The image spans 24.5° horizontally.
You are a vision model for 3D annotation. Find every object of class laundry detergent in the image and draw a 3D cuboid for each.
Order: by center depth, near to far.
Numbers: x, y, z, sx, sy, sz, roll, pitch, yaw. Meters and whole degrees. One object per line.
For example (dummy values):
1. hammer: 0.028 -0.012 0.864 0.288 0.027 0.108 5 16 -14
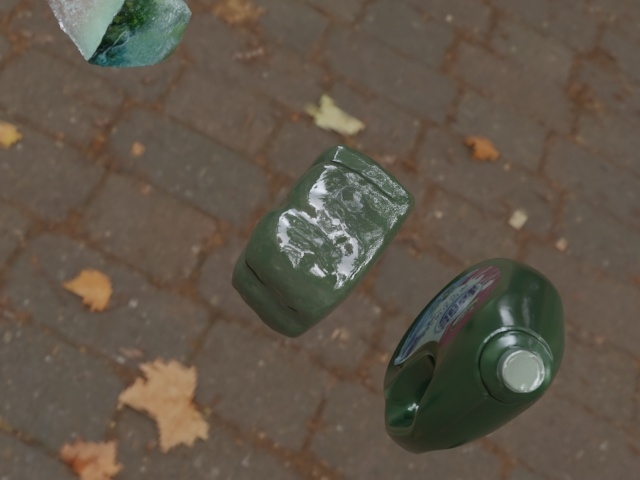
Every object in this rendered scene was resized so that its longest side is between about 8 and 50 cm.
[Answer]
1. laundry detergent: 0.093 0.074 0.876 0.063 0.137 0.211 43 0 -5

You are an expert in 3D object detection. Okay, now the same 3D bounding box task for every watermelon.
1. watermelon: -0.225 -0.273 1.406 0.241 0.094 0.154 46 17 16

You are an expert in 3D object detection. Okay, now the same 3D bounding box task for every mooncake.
1. mooncake: 0.000 0.000 1.313 0.104 0.168 0.175 35 15 1
